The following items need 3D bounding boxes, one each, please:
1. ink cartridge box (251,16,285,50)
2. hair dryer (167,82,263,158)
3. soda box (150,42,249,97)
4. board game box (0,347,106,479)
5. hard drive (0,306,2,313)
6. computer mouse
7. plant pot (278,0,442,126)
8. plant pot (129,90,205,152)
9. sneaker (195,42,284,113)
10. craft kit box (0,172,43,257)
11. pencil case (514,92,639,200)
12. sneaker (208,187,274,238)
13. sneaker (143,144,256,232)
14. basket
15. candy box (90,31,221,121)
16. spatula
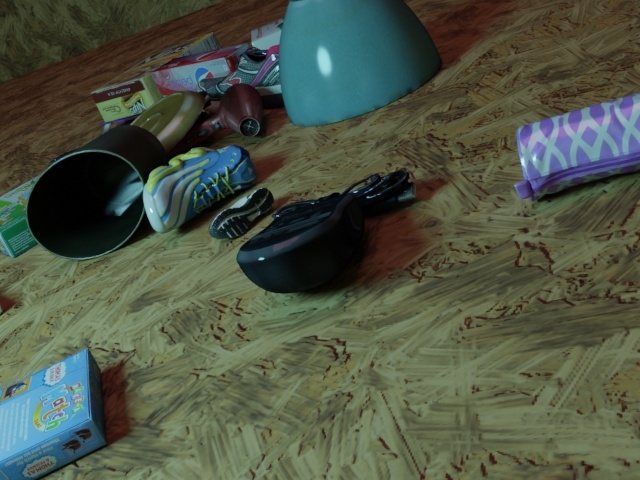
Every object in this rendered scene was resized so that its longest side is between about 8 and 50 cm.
[{"bbox_3d":[-0.042,-0.454,2.011,0.219,0.093,0.160,-21,22,3],"label":"ink cartridge box"},{"bbox_3d":[-0.197,-0.204,1.671,0.293,0.080,0.224,-4,45,49],"label":"hair dryer"},{"bbox_3d":[-0.263,-0.375,2.044,0.263,0.092,0.083,-1,33,42],"label":"soda box"},{"bbox_3d":[-0.322,0.200,0.908,0.211,0.039,0.160,-26,23,-6],"label":"board game box"},{"bbox_3d":[-0.631,0.108,1.339,0.203,0.040,0.307,-29,26,-35],"label":"hard drive"},{"bbox_3d":[0.000,0.000,1.018,0.188,0.072,0.272,-16,12,23],"label":"computer mouse"},{"bbox_3d":[0.045,-0.352,1.574,0.290,0.195,0.290,-19,23,8],"label":"plant pot"},{"bbox_3d":[-0.319,-0.207,1.707,0.236,0.032,0.236,-31,29,20],"label":"plant pot"},{"bbox_3d":[-0.142,-0.329,1.807,0.299,0.112,0.121,-2,31,42],"label":"sneaker"},{"bbox_3d":[-0.508,-0.067,1.653,0.250,0.061,0.246,-36,23,-29],"label":"craft kit box"},{"bbox_3d":[0.304,-0.099,0.925,0.206,0.086,0.088,-14,48,25],"label":"pencil case"},{"bbox_3d":[-0.111,-0.032,1.230,0.109,0.040,0.043,-35,9,-34],"label":"sneaker"},{"bbox_3d":[-0.172,-0.092,1.341,0.126,0.091,0.240,-14,24,19],"label":"sneaker"},{"bbox_3d":[-0.331,-0.093,1.423,0.204,0.154,0.227,-33,15,19],"label":"basket"},{"bbox_3d":[-0.402,-0.413,2.265,0.182,0.088,0.316,-6,28,35],"label":"candy box"},{"bbox_3d":[-0.506,-0.230,2.036,0.084,0.030,0.296,-3,29,35],"label":"spatula"}]
